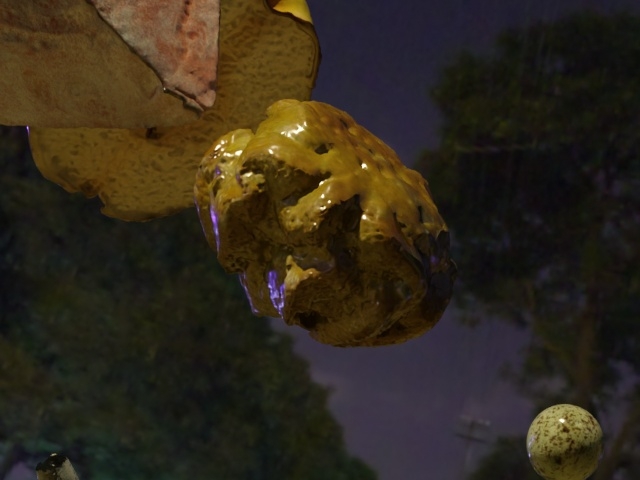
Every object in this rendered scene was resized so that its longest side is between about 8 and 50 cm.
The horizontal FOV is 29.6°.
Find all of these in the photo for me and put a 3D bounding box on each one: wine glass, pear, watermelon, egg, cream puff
[{"bbox_3d":[-0.369,0.443,1.845,0.074,0.074,0.262,-4,-71,41],"label":"wine glass"},{"bbox_3d":[-0.191,-0.223,1.501,0.386,0.191,0.340,-39,-46,23],"label":"pear"},{"bbox_3d":[-0.212,-0.207,1.212,0.283,0.293,0.250,-15,-12,-25],"label":"watermelon"},{"bbox_3d":[0.269,0.228,1.340,0.085,0.085,0.110,15,-36,5],"label":"egg"},{"bbox_3d":[0.007,-0.014,1.071,0.196,0.244,0.244,-19,-37,23],"label":"cream puff"}]
